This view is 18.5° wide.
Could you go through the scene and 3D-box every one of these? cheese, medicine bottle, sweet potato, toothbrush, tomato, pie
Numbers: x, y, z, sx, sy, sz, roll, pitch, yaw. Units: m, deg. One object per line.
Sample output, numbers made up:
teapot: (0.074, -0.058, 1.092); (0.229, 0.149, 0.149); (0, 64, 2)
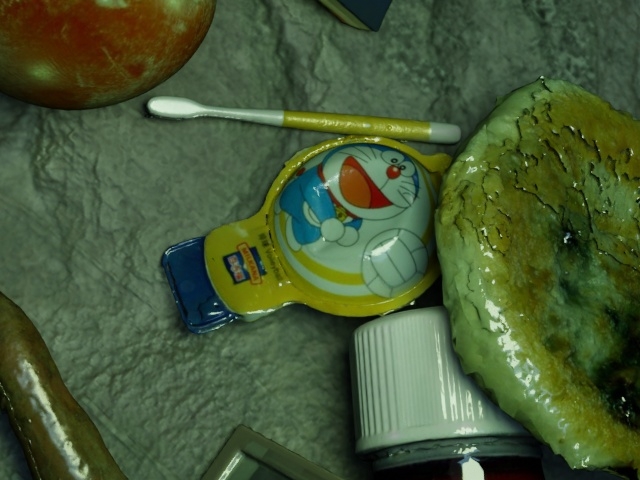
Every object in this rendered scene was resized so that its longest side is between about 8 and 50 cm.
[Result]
cheese: (0.000, 0.000, 1.693); (0.270, 0.069, 0.177); (-22, 65, -3)
medicine bottle: (0.121, 0.258, 1.647); (0.242, 0.242, 0.395); (-1, 72, -14)
sweet potato: (-0.221, 0.162, 1.635); (0.075, 0.075, 0.273); (-28, 93, -14)
toothbrush: (-0.013, -0.105, 1.733); (0.288, 0.024, 0.021); (4, 88, -16)
tomato: (-0.215, -0.231, 1.571); (0.222, 0.270, 0.270); (-30, 95, 22)
pie: (0.217, 0.036, 1.628); (0.296, 0.078, 0.371); (-7, 73, -40)

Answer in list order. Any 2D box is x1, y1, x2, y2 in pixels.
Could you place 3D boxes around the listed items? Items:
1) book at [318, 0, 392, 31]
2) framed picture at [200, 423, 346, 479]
book: (-0.007, -0.392, 1.607); (0.428, 0.039, 0.300); (35, 80, -49)
framed picture: (-0.100, 0.372, 1.536); (0.028, 0.326, 0.446); (44, 76, -35)
